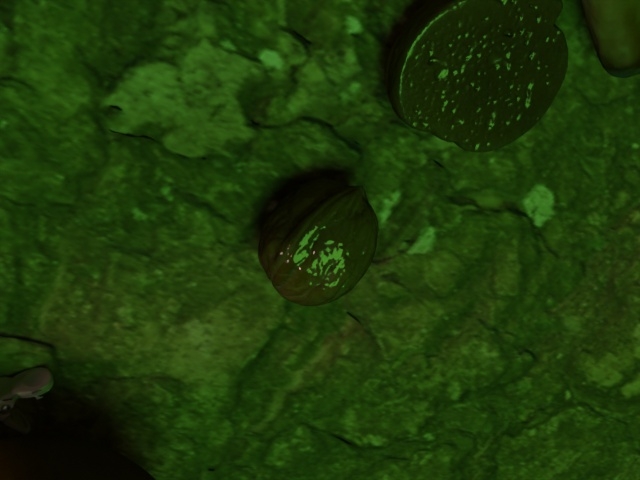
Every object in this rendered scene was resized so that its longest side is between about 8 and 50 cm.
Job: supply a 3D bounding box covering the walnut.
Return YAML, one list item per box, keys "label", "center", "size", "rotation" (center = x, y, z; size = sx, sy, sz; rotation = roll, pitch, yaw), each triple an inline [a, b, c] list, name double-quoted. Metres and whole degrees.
- label: "walnut"
  center: [0.000, 0.000, 1.297]
  size: [0.105, 0.105, 0.124]
  rotation: [31, 108, -39]

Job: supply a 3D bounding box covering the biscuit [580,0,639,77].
- label: "biscuit"
  center: [0.310, -0.288, 1.208]
  size: [0.237, 0.062, 0.290]
  rotation: [-29, 134, 2]

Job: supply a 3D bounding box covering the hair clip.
- label: "hair clip"
  center: [-0.342, 0.119, 1.289]
  size: [0.226, 0.034, 0.072]
  rotation: [23, 115, -36]

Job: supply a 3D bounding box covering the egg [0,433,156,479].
- label: "egg"
  center: [-0.256, 0.319, 1.315]
  size: [0.282, 0.282, 0.351]
  rotation: [-35, 163, 7]

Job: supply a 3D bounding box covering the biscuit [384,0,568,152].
- label: "biscuit"
  center: [0.138, -0.161, 1.254]
  size: [0.170, 0.050, 0.170]
  rotation: [-13, 126, -19]
